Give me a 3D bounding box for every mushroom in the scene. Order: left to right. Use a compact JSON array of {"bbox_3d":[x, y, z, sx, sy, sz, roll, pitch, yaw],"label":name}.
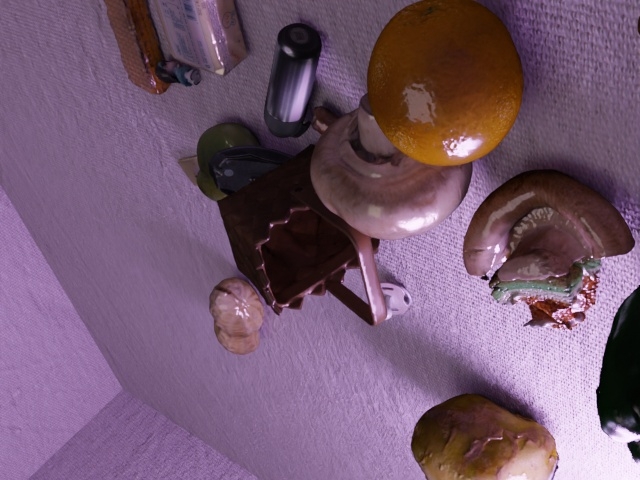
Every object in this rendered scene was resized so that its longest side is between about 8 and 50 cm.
[{"bbox_3d":[0.106,-0.133,1.463,0.260,0.253,0.234,-13,139,10],"label":"mushroom"},{"bbox_3d":[0.327,-0.030,1.403,0.286,0.156,0.151,-10,109,44],"label":"mushroom"}]

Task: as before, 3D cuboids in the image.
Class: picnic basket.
[{"bbox_3d":[0.000,0.000,1.717,0.321,0.291,0.254,38,153,41],"label":"picnic basket"}]

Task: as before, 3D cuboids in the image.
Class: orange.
[{"bbox_3d":[0.172,-0.217,1.276,0.236,0.236,0.236,33,150,22],"label":"orange"}]

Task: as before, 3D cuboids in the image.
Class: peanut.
[{"bbox_3d":[-0.225,0.210,2.477,0.149,0.149,0.313,37,151,16],"label":"peanut"}]

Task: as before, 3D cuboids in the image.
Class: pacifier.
[{"bbox_3d":[0.147,0.133,1.929,0.082,0.078,0.099,4,134,23],"label":"pacifier"}]

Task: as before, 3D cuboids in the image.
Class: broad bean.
[{"bbox_3d":[-0.193,-0.159,1.977,0.169,0.100,0.228,27,147,17],"label":"broad bean"}]

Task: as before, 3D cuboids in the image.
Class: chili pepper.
[{"bbox_3d":[0.522,0.194,1.319,0.233,0.256,0.248,36,152,-8],"label":"chili pepper"}]

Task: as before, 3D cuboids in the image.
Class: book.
[{"bbox_3d":[-0.292,-0.165,2.188,0.111,0.014,0.077,-3,127,55],"label":"book"}]

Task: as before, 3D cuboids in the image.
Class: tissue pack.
[{"bbox_3d":[-0.224,-0.413,1.682,0.148,0.092,0.196,26,145,32],"label":"tissue pack"}]

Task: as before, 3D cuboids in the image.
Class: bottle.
[{"bbox_3d":[-0.047,-0.275,1.642,0.096,0.079,0.253,33,150,8],"label":"bottle"}]

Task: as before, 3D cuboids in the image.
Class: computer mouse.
[{"bbox_3d":[-0.113,-0.139,1.866,0.231,0.071,0.126,10,132,-10],"label":"computer mouse"}]

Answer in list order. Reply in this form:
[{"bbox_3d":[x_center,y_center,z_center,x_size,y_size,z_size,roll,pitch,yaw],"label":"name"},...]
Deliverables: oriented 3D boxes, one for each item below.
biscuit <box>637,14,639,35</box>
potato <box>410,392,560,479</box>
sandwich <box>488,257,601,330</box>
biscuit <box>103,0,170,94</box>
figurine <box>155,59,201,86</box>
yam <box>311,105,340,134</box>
[{"bbox_3d":[0.490,-0.213,1.002,0.329,0.078,0.335,40,150,18],"label":"biscuit"},{"bbox_3d":[0.322,0.428,1.911,0.300,0.246,0.196,-10,124,51],"label":"potato"},{"bbox_3d":[0.384,0.091,1.513,0.185,0.109,0.160,-7,121,57],"label":"sandwich"},{"bbox_3d":[-0.394,-0.461,1.888,0.094,0.054,0.378,29,148,31],"label":"biscuit"},{"bbox_3d":[-0.297,-0.347,1.925,0.106,0.047,0.060,18,178,30],"label":"figurine"},{"bbox_3d":[0.077,-0.161,1.650,0.241,0.057,0.056,39,152,12],"label":"yam"}]
